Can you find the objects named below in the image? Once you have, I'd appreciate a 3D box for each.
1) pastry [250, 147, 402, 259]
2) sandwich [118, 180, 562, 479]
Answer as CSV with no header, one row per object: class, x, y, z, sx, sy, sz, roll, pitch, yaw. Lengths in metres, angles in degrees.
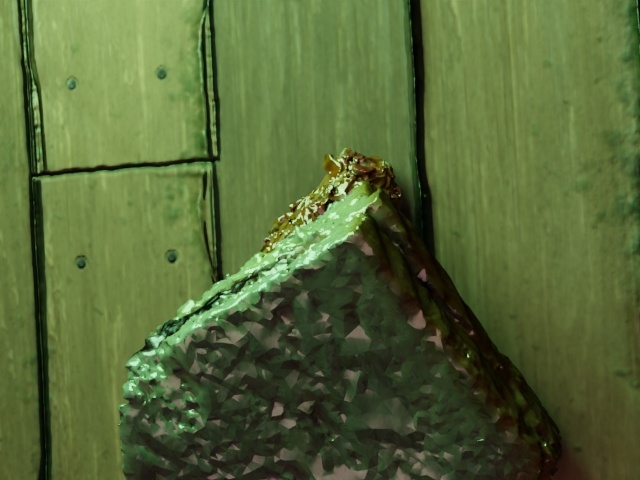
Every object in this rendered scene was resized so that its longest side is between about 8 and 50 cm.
pastry,0.002,0.002,1.210,0.087,0.063,0.169,37,105,-2
sandwich,-0.012,0.145,1.148,0.325,0.131,0.262,-34,98,17
